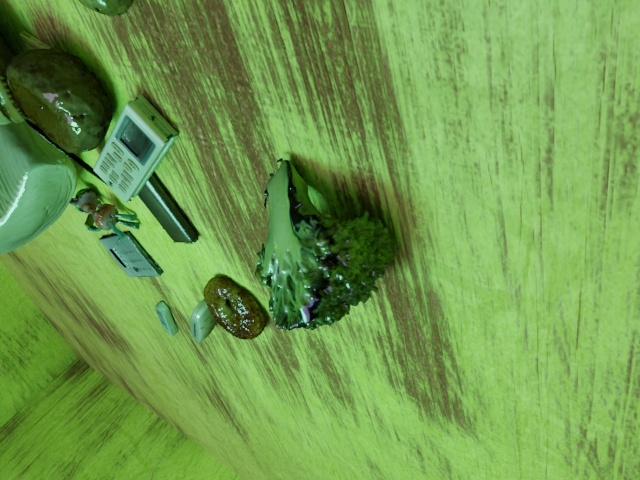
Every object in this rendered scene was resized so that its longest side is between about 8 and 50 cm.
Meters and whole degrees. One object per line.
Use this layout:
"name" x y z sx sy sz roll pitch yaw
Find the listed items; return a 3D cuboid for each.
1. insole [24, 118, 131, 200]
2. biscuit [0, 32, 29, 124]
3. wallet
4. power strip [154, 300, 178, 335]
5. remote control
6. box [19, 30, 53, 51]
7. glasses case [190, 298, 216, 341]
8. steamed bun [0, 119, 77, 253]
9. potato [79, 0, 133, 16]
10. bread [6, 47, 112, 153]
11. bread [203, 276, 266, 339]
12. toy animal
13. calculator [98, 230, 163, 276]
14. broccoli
"insole" -0.539 -0.174 1.469 0.111 0.007 0.328 41 177 37
"biscuit" -0.695 -0.363 1.367 0.259 0.079 0.259 160 90 -80
"wallet" -0.361 -0.075 1.474 0.110 0.031 0.198 0 130 53
"power strip" -0.496 0.256 2.089 0.047 0.030 0.191 31 149 24
"remote control" -0.379 -0.175 1.302 0.103 0.055 0.277 47 143 -6
"box" -0.585 -0.394 1.353 0.093 0.015 0.058 31 151 22
"glasses case" -0.315 0.214 1.751 0.051 0.081 0.204 36 152 10
"steamed bun" -0.779 -0.128 1.660 0.383 0.236 0.247 -44 70 20
"potato" -0.346 -0.397 0.985 0.138 0.070 0.091 38 150 11
"bread" -0.512 -0.283 1.298 0.230 0.123 0.230 30 151 19
"bread" -0.213 0.169 1.580 0.193 0.064 0.193 31 145 24
"toy animal" -0.571 -0.062 1.695 0.208 0.100 0.103 25 112 24
"calculator" -0.562 0.044 1.902 0.261 0.021 0.161 -7 123 55
"broccoli" 0.013 0.012 1.037 0.180 0.273 0.242 7 155 -30
